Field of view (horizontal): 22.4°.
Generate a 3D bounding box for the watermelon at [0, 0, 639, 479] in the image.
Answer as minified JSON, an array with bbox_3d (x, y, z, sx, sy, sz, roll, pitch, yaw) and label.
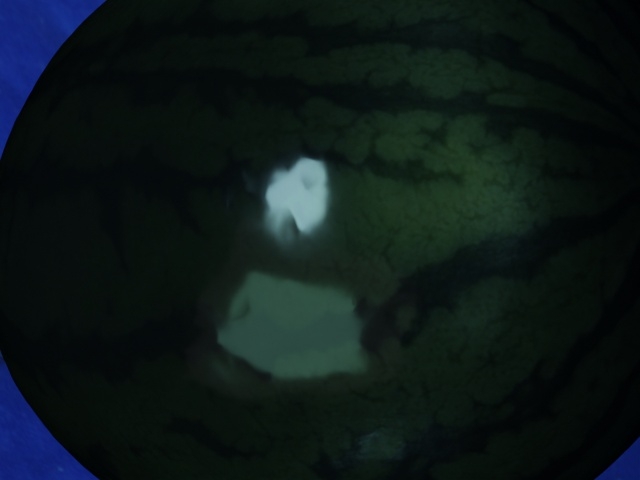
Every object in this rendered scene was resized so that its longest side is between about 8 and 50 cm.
[{"bbox_3d":[0.000,0.000,0.710,0.359,0.279,0.278,-6,118,47],"label":"watermelon"}]
